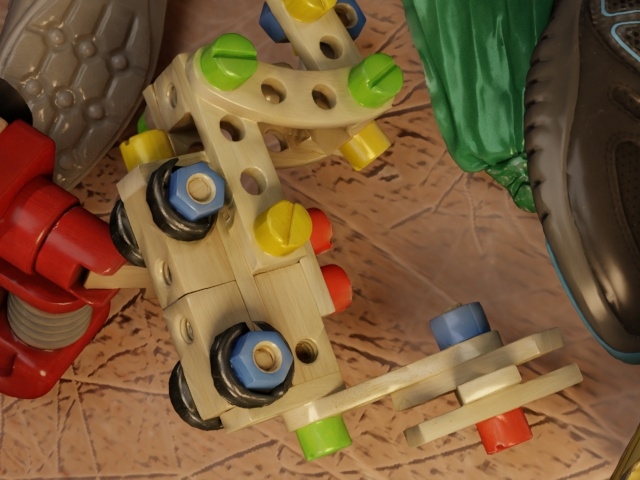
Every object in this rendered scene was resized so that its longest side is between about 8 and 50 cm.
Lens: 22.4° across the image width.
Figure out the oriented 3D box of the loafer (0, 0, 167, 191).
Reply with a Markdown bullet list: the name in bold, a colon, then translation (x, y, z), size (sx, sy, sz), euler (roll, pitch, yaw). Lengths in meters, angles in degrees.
- **loafer**: translation (-0.163, -0.179, 1.162), size (0.319, 0.112, 0.111), euler (-68, 21, -3)

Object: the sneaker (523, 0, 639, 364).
- **sneaker**: translation (0.195, -0.102, 0.902), size (0.139, 0.125, 0.341), euler (-5, 74, 25)

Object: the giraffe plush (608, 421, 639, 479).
- **giraffe plush**: translation (0.239, 0.124, 0.789), size (0.170, 0.210, 0.181), euler (28, 123, 11)

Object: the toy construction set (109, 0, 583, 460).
- **toy construction set**: translation (0.000, 0.000, 0.955), size (0.328, 0.215, 0.151), euler (60, 144, 20)

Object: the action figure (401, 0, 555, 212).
- **action figure**: translation (0.105, -0.127, 0.999), size (0.137, 0.063, 0.232), euler (-17, 72, 24)

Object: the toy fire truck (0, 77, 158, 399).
- **toy fire truck**: translation (-0.157, 0.022, 1.052), size (0.246, 0.217, 0.158), euler (32, 57, 7)
